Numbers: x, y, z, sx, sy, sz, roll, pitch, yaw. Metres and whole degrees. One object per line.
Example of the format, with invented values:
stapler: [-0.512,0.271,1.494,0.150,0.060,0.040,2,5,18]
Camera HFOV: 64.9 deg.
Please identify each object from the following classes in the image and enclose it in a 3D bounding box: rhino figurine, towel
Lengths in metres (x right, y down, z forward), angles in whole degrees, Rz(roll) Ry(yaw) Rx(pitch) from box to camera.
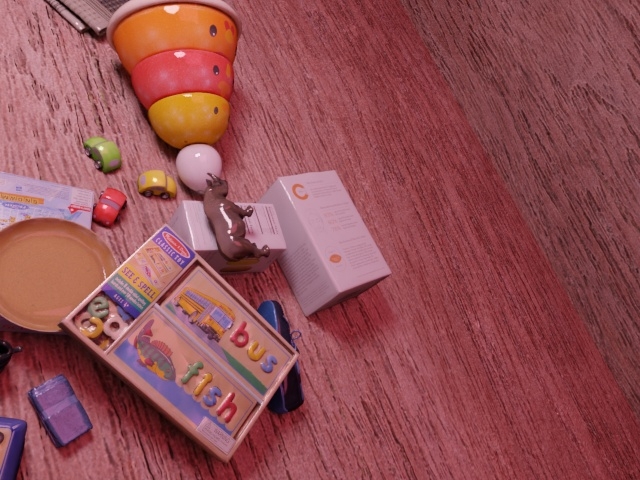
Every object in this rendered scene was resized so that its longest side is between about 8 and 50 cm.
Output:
rhino figurine: [-0.209,-0.056,1.129,0.106,0.073,0.243,-9,66,-44]
towel: [-0.673,-0.736,1.470,0.324,0.056,0.312,40,41,-6]
towel: [-0.468,0.306,0.906,0.067,0.029,0.119,-26,78,-45]

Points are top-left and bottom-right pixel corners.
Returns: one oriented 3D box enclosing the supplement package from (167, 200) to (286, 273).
supplement package: [-0.230,-0.004,1.228,0.244,0.139,0.133,-1,62,-37]

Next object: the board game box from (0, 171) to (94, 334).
board game box: [-0.620,0.014,0.965,0.319,0.066,0.317,12,54,-32]

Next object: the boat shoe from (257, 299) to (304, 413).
boat shoe: [-0.097,0.270,1.187,0.089,0.109,0.258,6,74,-44]

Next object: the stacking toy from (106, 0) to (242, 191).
stacking toy: [-0.345,-0.361,1.333,0.351,0.351,0.479,-9,85,-41]

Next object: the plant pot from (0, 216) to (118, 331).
plant pot: [-0.506,0.065,0.949,0.237,0.032,0.236,20,51,-27]

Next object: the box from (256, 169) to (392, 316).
box: [0.000,0.000,1.385,0.215,0.168,0.345,-14,71,-43]

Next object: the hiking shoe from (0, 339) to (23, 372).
hiking shoe: [-0.611,0.165,0.805,0.227,0.114,0.086,21,44,-46]

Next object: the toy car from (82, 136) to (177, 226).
toy car: [-0.484,-0.167,1.206,0.225,0.053,0.239,51,44,3]

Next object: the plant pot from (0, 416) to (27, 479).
plant pot: [-0.547,0.355,0.680,0.236,0.212,0.235,19,51,-28]

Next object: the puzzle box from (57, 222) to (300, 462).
puzzle box: [-0.254,0.199,0.997,0.409,0.052,0.272,46,54,-14]
